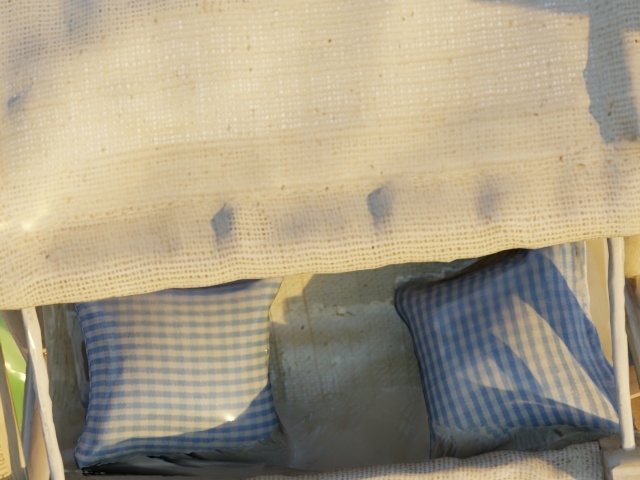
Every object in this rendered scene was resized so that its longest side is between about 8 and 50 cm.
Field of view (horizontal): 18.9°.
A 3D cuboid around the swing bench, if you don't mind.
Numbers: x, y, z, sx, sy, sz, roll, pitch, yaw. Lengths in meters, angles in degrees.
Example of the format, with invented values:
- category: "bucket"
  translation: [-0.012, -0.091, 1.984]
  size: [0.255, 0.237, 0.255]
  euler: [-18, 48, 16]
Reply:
- category: "swing bench"
  translation: [0.000, 0.000, 0.644]
  size: [0.253, 0.255, 0.165]
  euler: [-7, 43, 1]

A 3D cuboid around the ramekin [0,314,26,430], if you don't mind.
- category: "ramekin"
  translation: [-0.150, 0.067, 1.446]
  size: [0.303, 0.303, 0.148]
  euler: [1, 33, -12]

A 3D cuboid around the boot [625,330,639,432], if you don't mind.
- category: "boot"
  translation: [0.162, 0.109, 1.187]
  size: [0.305, 0.115, 0.112]
  euler: [-21, 32, 35]
